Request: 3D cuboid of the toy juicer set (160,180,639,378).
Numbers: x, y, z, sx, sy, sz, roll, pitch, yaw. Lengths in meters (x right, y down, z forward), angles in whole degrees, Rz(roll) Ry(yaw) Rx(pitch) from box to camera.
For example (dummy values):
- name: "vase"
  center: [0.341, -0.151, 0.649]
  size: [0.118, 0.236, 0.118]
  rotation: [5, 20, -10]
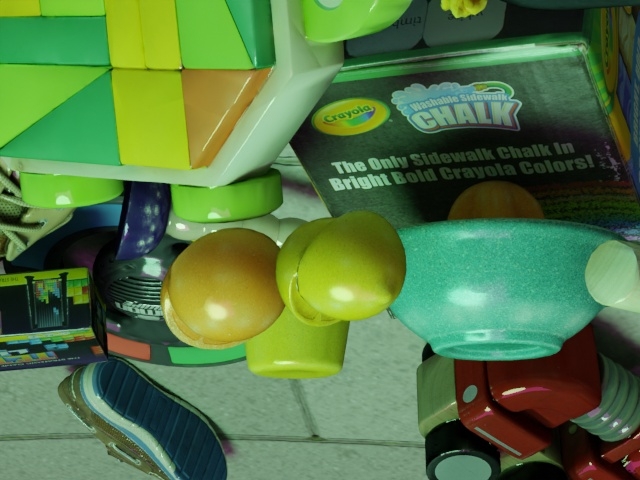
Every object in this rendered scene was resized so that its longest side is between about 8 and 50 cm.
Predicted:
- name: "toy juicer set"
  center: [0.075, 0.006, 0.843]
  size: [0.329, 0.090, 0.209]
  rotation: [-5, 166, 24]

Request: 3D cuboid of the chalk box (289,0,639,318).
- name: "chalk box"
  center: [0.085, -0.111, 0.937]
  size: [0.180, 0.179, 0.289]
  rotation: [-4, 142, 21]

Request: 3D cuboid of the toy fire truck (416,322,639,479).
- name: "toy fire truck"
  center: [0.222, 0.132, 1.293]
  size: [0.217, 0.158, 0.246]
  rotation: [34, 128, -29]

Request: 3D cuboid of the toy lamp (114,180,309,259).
- name: "toy lamp"
  center: [0.000, 0.000, 1.192]
  size: [0.274, 0.080, 0.080]
  rotation: [10, 146, -11]

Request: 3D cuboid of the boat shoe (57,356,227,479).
- name: "boat shoe"
  center: [-0.154, 0.165, 1.502]
  size: [0.066, 0.066, 0.183]
  rotation: [-14, 129, 39]

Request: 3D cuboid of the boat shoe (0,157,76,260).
- name: "boat shoe"
  center: [-0.212, -0.040, 1.164]
  size: [0.122, 0.120, 0.324]
  rotation: [32, 140, -28]

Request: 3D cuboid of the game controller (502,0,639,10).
- name: "game controller"
  center: [0.117, -0.251, 0.720]
  size: [0.166, 0.067, 0.319]
  rotation: [3, 114, 27]

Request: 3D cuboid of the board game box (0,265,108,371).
- name: "board game box"
  center: [-0.242, 0.062, 1.229]
  size: [0.170, 0.048, 0.141]
  rotation: [-5, 166, -3]

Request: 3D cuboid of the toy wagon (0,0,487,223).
- name: "toy wagon"
  center: [-0.074, -0.142, 0.836]
  size: [0.344, 0.068, 0.267]
  rotation: [6, 107, 41]

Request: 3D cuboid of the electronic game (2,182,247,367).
- name: "electronic game"
  center: [-0.128, 0.031, 1.308]
  size: [0.229, 0.048, 0.229]
  rotation: [7, 146, 5]
